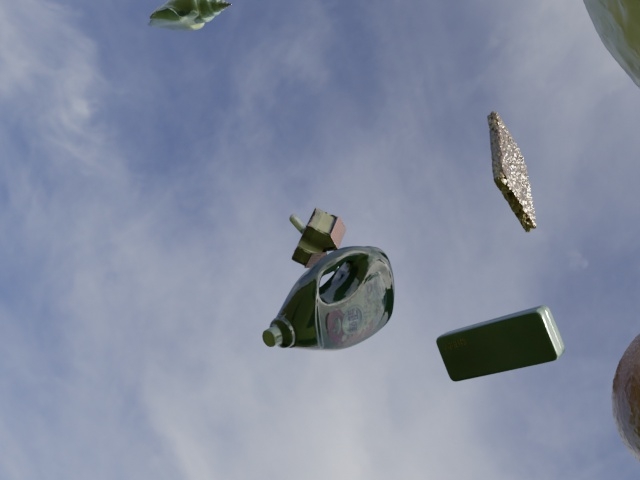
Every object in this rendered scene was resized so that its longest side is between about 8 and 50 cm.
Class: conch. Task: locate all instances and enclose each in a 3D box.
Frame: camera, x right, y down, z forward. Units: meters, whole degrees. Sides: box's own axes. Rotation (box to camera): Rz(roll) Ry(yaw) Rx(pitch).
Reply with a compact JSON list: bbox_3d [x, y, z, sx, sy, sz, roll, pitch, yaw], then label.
[{"bbox_3d":[-0.224,-0.375,1.080,0.180,0.088,0.065,-1,-46,28],"label":"conch"}]

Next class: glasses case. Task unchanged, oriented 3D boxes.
[{"bbox_3d":[0.267,0.158,0.982,0.184,0.039,0.078,-25,-95,40],"label":"glasses case"}]

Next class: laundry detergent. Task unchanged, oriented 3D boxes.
[{"bbox_3d":[0.010,0.083,0.848,0.063,0.210,0.137,18,-65,42],"label":"laundry detergent"}]

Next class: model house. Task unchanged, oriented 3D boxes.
[{"bbox_3d":[0.000,0.000,0.955,0.058,0.083,0.057,26,-55,-3],"label":"model house"}]

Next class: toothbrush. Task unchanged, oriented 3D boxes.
[{"bbox_3d":[0.034,0.055,1.190,0.025,0.019,0.276,-24,-66,36],"label":"toothbrush"}]

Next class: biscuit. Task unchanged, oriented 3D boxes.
[{"bbox_3d":[0.329,-0.124,1.119,0.025,0.231,0.131,-25,-59,27],"label":"biscuit"}]

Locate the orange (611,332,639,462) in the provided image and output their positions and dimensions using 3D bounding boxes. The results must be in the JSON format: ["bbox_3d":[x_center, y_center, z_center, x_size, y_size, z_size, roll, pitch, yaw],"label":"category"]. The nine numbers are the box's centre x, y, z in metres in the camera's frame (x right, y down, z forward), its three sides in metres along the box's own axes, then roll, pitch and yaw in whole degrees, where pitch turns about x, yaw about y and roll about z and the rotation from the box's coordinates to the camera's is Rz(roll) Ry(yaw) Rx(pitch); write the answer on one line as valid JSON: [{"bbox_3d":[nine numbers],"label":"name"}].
[{"bbox_3d":[0.377,0.147,0.600,0.206,0.206,0.206,12,-59,20],"label":"orange"}]

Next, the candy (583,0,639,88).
[{"bbox_3d":[0.389,-0.201,0.408,0.386,0.186,0.427,-33,-95,19],"label":"candy"}]
